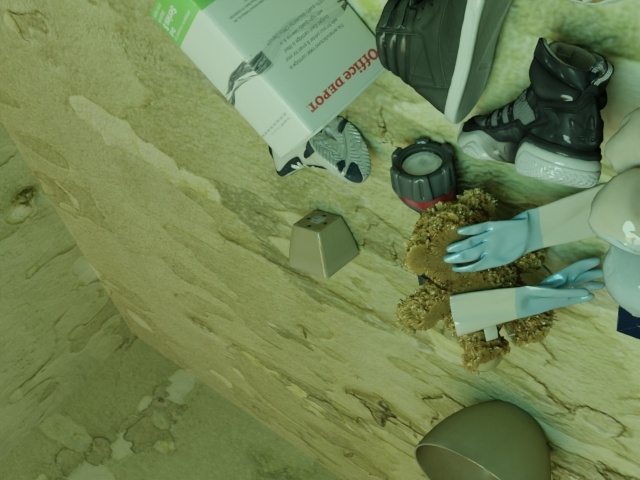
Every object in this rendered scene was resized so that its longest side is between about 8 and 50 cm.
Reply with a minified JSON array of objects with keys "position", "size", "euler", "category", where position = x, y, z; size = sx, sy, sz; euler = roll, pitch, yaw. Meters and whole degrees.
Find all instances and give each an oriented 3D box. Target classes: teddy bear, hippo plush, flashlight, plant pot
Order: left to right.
[{"position":[0.000,0.000,1.340],"size":[0.109,0.109,0.096],"euler":[17,131,40],"category":"plant pot"},{"position":[0.181,-0.021,1.079],"size":[0.103,0.103,0.304],"euler":[54,166,43],"category":"flashlight"},{"position":[0.234,0.069,1.004],"size":[0.338,0.245,0.113],"euler":[35,-159,-27],"category":"teddy bear"},{"position":[0.371,0.455,1.395],"size":[0.284,0.191,0.284],"euler":[32,151,21],"category":"plant pot"},{"position":[0.417,-0.027,0.706],"size":[0.236,0.295,0.234],"euler":[63,-168,-71],"category":"hippo plush"}]

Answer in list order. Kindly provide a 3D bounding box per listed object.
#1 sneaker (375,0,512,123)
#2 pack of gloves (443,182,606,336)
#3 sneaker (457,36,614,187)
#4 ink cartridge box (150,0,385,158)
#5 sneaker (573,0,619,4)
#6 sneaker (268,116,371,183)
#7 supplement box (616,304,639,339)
[{"position":[0.139,-0.279,0.766],"size":[0.147,0.104,0.295],"euler":[35,150,20],"category":"sneaker"},{"position":[0.290,0.044,0.902],"size":[0.046,0.232,0.195],"euler":[-103,-4,-55],"category":"pack of gloves"},{"position":[0.258,-0.159,0.789],"size":[0.101,0.153,0.268],"euler":[9,-166,-16],"category":"sneaker"},{"position":[-0.063,-0.284,0.918],"size":[0.273,0.198,0.115],"euler":[48,152,-9],"category":"ink cartridge box"},{"position":[0.305,-0.249,0.579],"size":[0.290,0.123,0.105],"euler":[13,138,41],"category":"sneaker"},{"position":[-0.013,-0.151,1.153],"size":[0.235,0.094,0.153],"euler":[35,153,14],"category":"sneaker"},{"position":[0.460,0.092,0.890],"size":[0.083,0.083,0.056],"euler":[21,145,35],"category":"supplement box"}]
